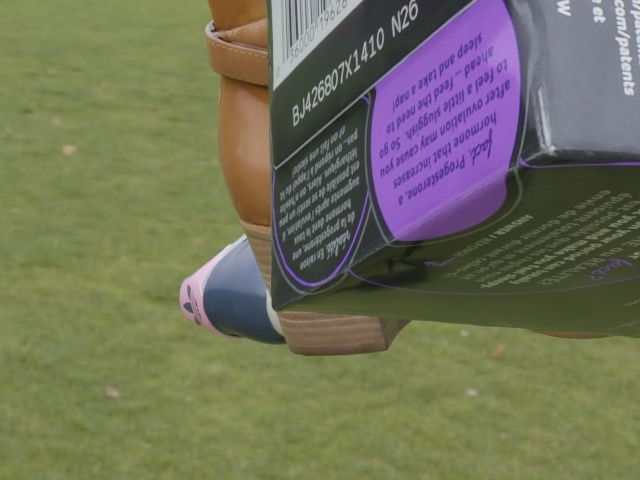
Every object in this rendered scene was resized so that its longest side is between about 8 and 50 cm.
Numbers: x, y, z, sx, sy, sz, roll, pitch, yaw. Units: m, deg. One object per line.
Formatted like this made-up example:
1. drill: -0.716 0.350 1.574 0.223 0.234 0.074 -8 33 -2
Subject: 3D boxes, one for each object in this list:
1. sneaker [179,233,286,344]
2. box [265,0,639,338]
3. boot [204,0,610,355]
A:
1. sneaker: 0.000 0.000 1.137 0.131 0.112 0.319 -1 14 30
2. box: 0.134 -0.052 0.433 0.270 0.143 0.165 6 -19 -25
3. boot: 0.082 -0.070 0.617 0.284 0.220 0.109 -7 15 24
